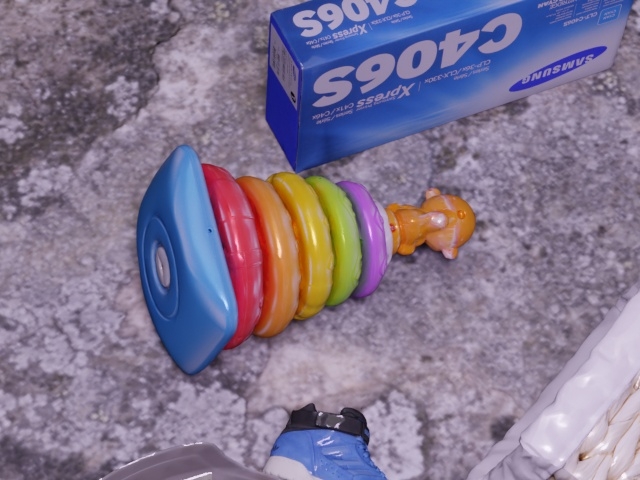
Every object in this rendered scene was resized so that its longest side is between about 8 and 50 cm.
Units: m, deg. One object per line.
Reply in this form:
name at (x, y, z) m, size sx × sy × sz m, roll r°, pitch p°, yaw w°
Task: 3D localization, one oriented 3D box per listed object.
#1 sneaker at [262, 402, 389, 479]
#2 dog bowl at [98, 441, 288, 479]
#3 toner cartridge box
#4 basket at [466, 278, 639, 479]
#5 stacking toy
sneaker at (0.036, 0.186, 1.488) m, size 0.152 × 0.058 × 0.085 m, roll 17°, pitch 67°, yaw 15°
dog bowl at (-0.066, 0.329, 1.333) m, size 0.348 × 0.102 × 0.349 m, roll 0°, pitch 64°, yaw -1°
toner cartridge box at (0.123, -0.187, 1.667) m, size 0.347 × 0.165 × 0.075 m, roll -19°, pitch 62°, yaw -14°
basket at (0.290, 0.171, 1.349) m, size 0.266 × 0.331 × 0.328 m, roll 41°, pitch 64°, yaw 6°
stacking toy at (0.000, 0.000, 1.564) m, size 0.301 × 0.166 × 0.175 m, roll -10°, pitch 74°, yaw -22°
